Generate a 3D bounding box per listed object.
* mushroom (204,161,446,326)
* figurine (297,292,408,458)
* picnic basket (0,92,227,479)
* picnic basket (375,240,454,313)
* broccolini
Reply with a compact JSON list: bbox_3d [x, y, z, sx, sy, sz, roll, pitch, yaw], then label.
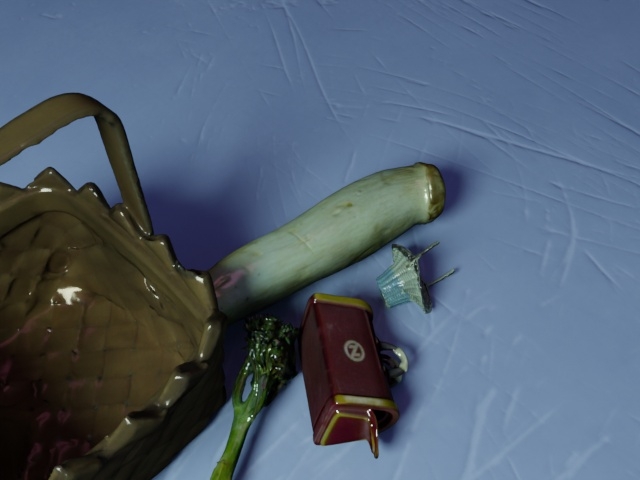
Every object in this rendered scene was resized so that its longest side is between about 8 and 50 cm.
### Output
[{"bbox_3d":[0.000,0.000,0.699,0.312,0.100,0.081,-27,77,-16],"label":"mushroom"},{"bbox_3d":[0.037,0.130,0.618,0.098,0.082,0.154,1,49,-19],"label":"figurine"},{"bbox_3d":[-0.234,0.064,0.537,0.291,0.321,0.254,34,58,25],"label":"picnic basket"},{"bbox_3d":[0.098,0.036,0.686,0.083,0.065,0.083,-27,47,5],"label":"picnic basket"},{"bbox_3d":[-0.083,0.183,0.592,0.071,0.057,0.255,27,66,-6],"label":"broccolini"}]
